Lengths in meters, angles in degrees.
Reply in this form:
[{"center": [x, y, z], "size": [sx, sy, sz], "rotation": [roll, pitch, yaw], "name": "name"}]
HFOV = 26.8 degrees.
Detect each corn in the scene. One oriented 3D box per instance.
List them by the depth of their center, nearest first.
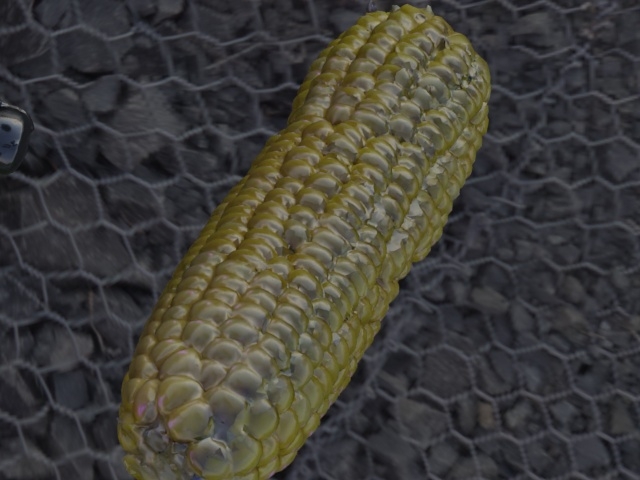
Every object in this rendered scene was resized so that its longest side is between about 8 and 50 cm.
[{"center": [0.000, 0.000, 0.596], "size": [0.101, 0.101, 0.292], "rotation": [44, 45, -14], "name": "corn"}]

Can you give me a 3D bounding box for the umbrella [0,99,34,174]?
[{"center": [-0.383, -0.152, 1.011], "size": [0.357, 0.113, 0.106], "rotation": [24, 73, -15], "name": "umbrella"}]
